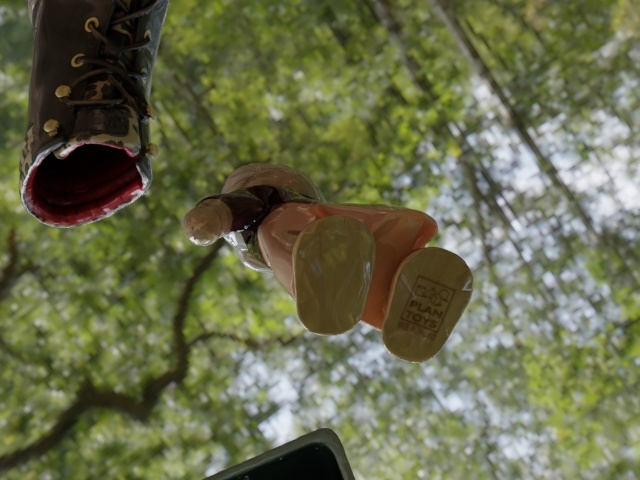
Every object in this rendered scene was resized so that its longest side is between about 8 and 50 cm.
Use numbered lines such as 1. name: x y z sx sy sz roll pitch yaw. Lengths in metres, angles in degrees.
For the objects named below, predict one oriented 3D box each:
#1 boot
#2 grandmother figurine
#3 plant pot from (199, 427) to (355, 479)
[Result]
1. boot: -0.192 -0.204 1.332 0.377 0.138 0.284 -38 -134 49
2. grandmother figurine: 0.000 0.000 1.025 0.104 0.207 0.342 -62 -159 2
3. plant pot: -0.043 0.373 1.439 0.247 0.247 0.252 -22 159 -2
